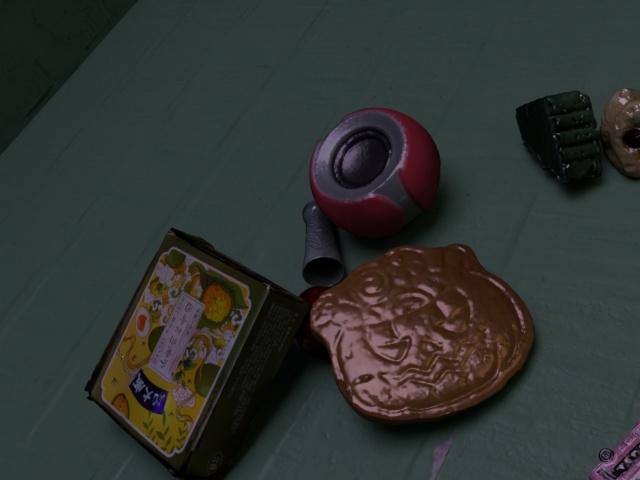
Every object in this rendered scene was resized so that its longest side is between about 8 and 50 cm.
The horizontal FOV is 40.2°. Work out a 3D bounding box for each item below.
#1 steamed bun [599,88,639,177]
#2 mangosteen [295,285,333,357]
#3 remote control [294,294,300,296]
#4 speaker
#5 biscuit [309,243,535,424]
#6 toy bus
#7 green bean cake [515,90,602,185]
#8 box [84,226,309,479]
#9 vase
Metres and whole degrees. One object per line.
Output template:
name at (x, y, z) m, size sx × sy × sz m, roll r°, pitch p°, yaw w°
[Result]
steamed bun at (0.649, -0.237, 1.795) m, size 0.141 × 0.155 × 0.172 m, roll -26°, pitch 40°, yaw 9°
mangosteen at (0.029, 0.171, 1.807) m, size 0.156 × 0.181 × 0.145 m, roll -139°, pitch 60°, yaw -64°
remote control at (-0.118, 0.195, 1.924) m, size 0.221 × 0.042 × 0.078 m, roll -30°, pitch 40°, yaw 0°
speaker at (0.115, -0.145, 1.946) m, size 0.294 × 0.294 × 0.294 m, roll -17°, pitch 43°, yaw 17°
biscuit at (0.192, 0.165, 1.651) m, size 0.385 × 0.062 × 0.365 m, roll -25°, pitch 57°, yaw -10°
toy bus at (0.521, 0.333, 1.385) m, size 0.203 × 0.063 × 0.090 m, roll -42°, pitch 45°, yaw -9°
green bean cake at (0.512, -0.217, 1.885) m, size 0.107 × 0.193 × 0.208 m, roll -17°, pitch 4°, yaw -10°
box at (-0.263, 0.226, 1.804) m, size 0.373 × 0.138 × 0.420 m, roll 25°, pitch 89°, yaw 43°
vase at (0.000, 0.000, 2.009) m, size 0.096 × 0.096 × 0.219 m, roll -21°, pitch 39°, yaw 13°
